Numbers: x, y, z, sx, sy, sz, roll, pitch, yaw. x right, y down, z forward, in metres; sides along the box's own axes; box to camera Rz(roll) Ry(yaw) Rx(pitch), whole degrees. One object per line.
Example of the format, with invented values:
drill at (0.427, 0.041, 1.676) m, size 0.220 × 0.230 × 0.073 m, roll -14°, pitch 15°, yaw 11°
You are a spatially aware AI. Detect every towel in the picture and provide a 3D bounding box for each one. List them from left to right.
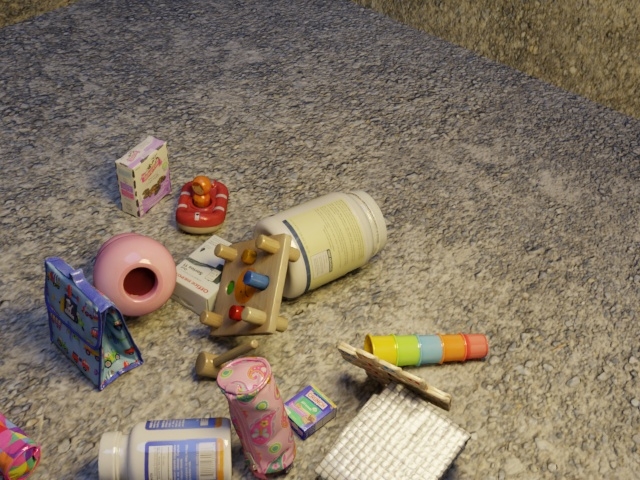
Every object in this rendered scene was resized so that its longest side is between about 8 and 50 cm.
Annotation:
towel at (0.159, 0.479, 1.548) m, size 0.235 × 0.121 × 0.283 m, roll 31°, pitch 61°, yaw 27°

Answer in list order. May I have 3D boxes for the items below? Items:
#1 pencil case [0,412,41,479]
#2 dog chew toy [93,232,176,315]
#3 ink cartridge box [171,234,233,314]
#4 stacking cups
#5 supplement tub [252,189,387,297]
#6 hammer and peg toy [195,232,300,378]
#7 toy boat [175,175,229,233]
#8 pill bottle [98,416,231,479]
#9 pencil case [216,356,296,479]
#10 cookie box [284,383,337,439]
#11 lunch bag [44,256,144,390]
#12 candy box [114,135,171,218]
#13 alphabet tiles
pencil case at (-0.717, 0.426, 1.547) m, size 0.236 × 0.104 × 0.104 m, roll 32°, pitch 49°, yaw 23°
dog chew toy at (-0.500, 0.072, 1.854) m, size 0.207 × 0.206 × 0.332 m, roll -14°, pitch 17°, yaw -20°
ink cartridge box at (-0.303, 0.098, 1.949) m, size 0.153 × 0.087 × 0.208 m, roll 26°, pitch 47°, yaw 21°
stacking cups at (0.274, 0.275, 1.824) m, size 0.316 × 0.096 × 0.096 m, roll -4°, pitch 44°, yaw -13°
supplement tub at (0.000, 0.000, 1.978) m, size 0.325 × 0.235 × 0.235 m, roll -23°, pitch 50°, yaw -27°
hammer and peg toy at (-0.181, 0.167, 1.754) m, size 0.127 × 0.266 × 0.361 m, roll 24°, pitch 66°, yaw -37°
toy boat at (-0.361, -0.130, 2.140) m, size 0.151 × 0.151 × 0.231 m, roll 3°, pitch 43°, yaw -3°
pill bottle at (-0.327, 0.462, 1.509) m, size 0.272 × 0.152 × 0.152 m, roll -1°, pitch 43°, yaw -7°
pencil case at (-0.134, 0.385, 1.522) m, size 0.124 × 0.284 × 0.124 m, roll -8°, pitch 33°, yaw 5°
cookie box at (-0.029, 0.408, 1.681) m, size 0.107 × 0.040 × 0.092 m, roll -30°, pitch 53°, yaw -33°
lunch bag at (-0.554, 0.176, 1.687) m, size 0.221 × 0.293 × 0.138 m, roll 35°, pitch 50°, yaw 28°
candy box at (-0.540, -0.195, 2.156) m, size 0.070 × 0.196 × 0.165 m, roll 23°, pitch 46°, yaw 18°
alphabet tiles at (0.173, 0.318, 1.643) m, size 0.284 × 0.278 × 0.021 m, roll 24°, pitch 74°, yaw 19°
